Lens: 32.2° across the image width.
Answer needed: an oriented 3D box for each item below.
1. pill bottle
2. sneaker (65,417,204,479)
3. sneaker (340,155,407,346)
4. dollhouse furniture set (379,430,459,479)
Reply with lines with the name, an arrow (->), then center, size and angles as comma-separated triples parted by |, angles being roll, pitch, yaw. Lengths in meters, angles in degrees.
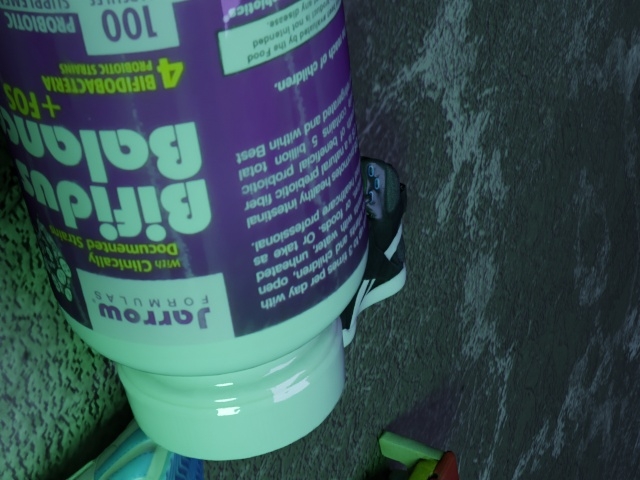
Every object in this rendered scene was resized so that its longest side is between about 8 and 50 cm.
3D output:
pill bottle -> -0.064, -0.041, 0.553 | 0.169, 0.169, 0.301 | -46, 138, -44
sneaker -> -0.124, 0.159, 0.620 | 0.228, 0.092, 0.087 | -65, 153, -61
sneaker -> 0.000, 0.000, 0.791 | 0.217, 0.079, 0.121 | -36, 128, -62
dollhouse furniture set -> 0.051, 0.376, 0.940 | 0.374, 0.152, 0.201 | -51, 142, -39
